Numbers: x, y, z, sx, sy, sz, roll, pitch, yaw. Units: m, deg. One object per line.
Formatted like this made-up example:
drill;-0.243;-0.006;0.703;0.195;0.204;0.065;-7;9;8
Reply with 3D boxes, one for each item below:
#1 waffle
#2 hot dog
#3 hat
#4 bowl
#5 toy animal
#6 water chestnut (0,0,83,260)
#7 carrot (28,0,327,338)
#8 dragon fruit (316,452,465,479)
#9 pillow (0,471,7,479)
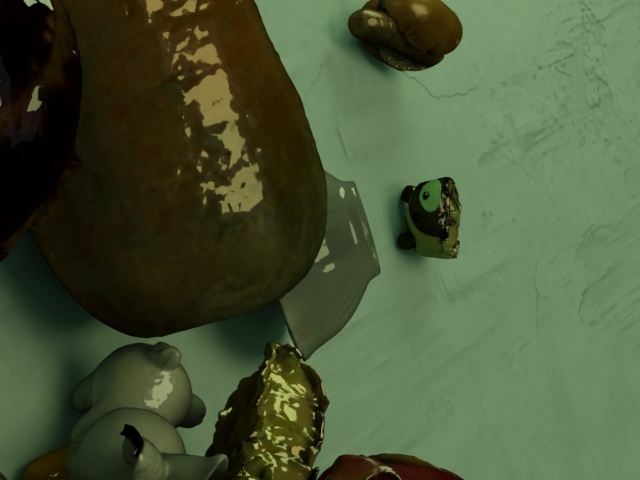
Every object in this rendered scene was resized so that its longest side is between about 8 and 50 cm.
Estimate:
waffle;-0.062;0.212;1.408;0.065;0.283;0.309;22;72;-10
hot dog;0.083;-0.207;1.953;0.140;0.090;0.060;35;43;-51
hat;0.106;-0.020;1.950;0.076;0.059;0.077;33;54;-69
bowl;0.000;0.000;1.672;0.189;0.086;0.189;-17;90;-85
toy animal;-0.138;0.142;1.403;0.131;0.127;0.181;13;30;-12
water chestnut;-0.294;-0.072;1.190;0.300;0.300;0.300;29;54;-50
carrot;-0.131;-0.106;1.451;0.224;0.224;0.340;-30;103;-58
dragon fruit;0.053;0.293;1.586;0.315;0.250;0.250;15;65;-63
pillow;-0.198;0.269;1.372;0.217;0.033;0.130;61;34;-26
